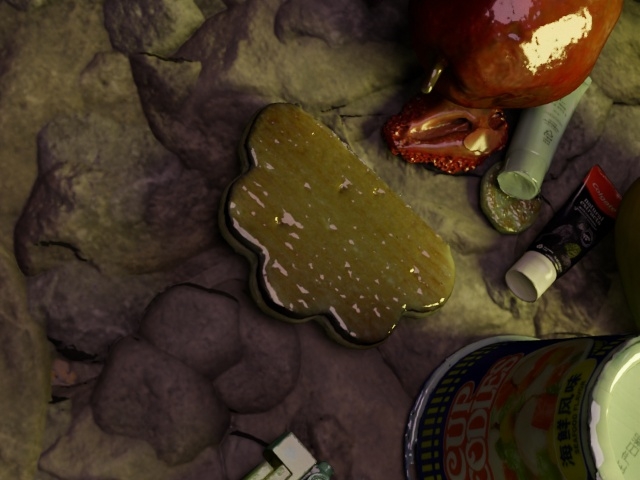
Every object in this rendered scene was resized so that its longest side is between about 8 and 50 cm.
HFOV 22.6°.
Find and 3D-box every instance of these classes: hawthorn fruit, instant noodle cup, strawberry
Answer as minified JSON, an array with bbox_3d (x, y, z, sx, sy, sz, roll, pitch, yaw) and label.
[{"bbox_3d":[0.192,-0.235,1.694,0.261,0.224,0.224,-38,93,-36],"label":"hawthorn fruit"},{"bbox_3d":[0.272,0.205,1.581,0.284,0.312,0.284,5,76,-21],"label":"instant noodle cup"},{"bbox_3d":[0.142,-0.124,1.755,0.152,0.048,0.104,-17,80,-27],"label":"strawberry"}]

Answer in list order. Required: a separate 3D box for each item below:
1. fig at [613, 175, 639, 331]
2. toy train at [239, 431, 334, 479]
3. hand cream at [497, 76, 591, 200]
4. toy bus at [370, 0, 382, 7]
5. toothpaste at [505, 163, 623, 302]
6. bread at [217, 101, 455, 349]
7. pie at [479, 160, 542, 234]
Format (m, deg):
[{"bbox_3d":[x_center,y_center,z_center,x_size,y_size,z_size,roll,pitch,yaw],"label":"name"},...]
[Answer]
[{"bbox_3d":[0.426,0.021,1.744,0.207,0.207,0.230,-14,88,-24],"label":"fig"},{"bbox_3d":[-0.044,0.251,1.592,0.122,0.050,0.081,-39,89,-24],"label":"toy train"},{"bbox_3d":[0.250,-0.134,1.793,0.078,0.050,0.205,36,54,-14],"label":"hand cream"},{"bbox_3d":[0.033,-0.342,1.744,0.178,0.087,0.098,38,69,-6],"label":"toy bus"},{"bbox_3d":[0.277,-0.008,1.785,0.193,0.045,0.071,-41,94,-30],"label":"toothpaste"},{"bbox_3d":[0.000,0.000,1.664,0.286,0.056,0.207,46,63,-5],"label":"bread"},{"bbox_3d":[0.211,-0.046,1.779,0.085,0.017,0.085,6,76,-23],"label":"pie"}]
